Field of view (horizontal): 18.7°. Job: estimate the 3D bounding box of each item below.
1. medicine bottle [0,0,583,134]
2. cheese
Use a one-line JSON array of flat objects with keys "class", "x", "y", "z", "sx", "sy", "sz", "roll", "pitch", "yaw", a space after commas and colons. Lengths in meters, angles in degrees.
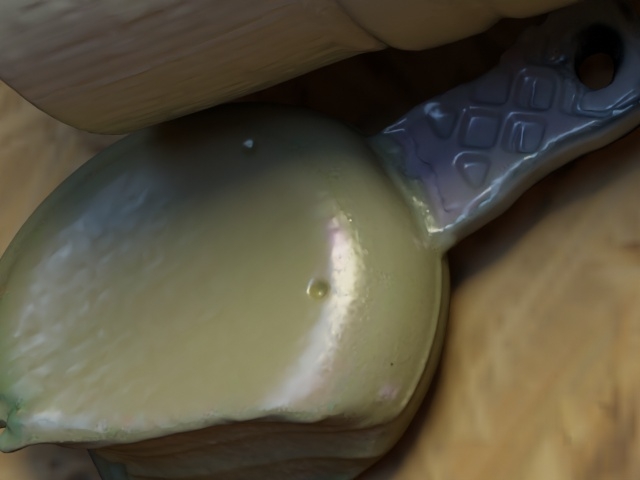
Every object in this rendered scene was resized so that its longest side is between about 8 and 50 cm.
[{"class": "medicine bottle", "x": 0.067, "y": -0.150, "z": 0.376, "sx": 0.332, "sy": 0.190, "sz": 0.190, "roll": -15, "pitch": 67, "yaw": 16}, {"class": "cheese", "x": 0.001, "y": 0.007, "z": 0.437, "sx": 0.171, "sy": 0.047, "sz": 0.092, "roll": -16, "pitch": 68, "yaw": 17}]
